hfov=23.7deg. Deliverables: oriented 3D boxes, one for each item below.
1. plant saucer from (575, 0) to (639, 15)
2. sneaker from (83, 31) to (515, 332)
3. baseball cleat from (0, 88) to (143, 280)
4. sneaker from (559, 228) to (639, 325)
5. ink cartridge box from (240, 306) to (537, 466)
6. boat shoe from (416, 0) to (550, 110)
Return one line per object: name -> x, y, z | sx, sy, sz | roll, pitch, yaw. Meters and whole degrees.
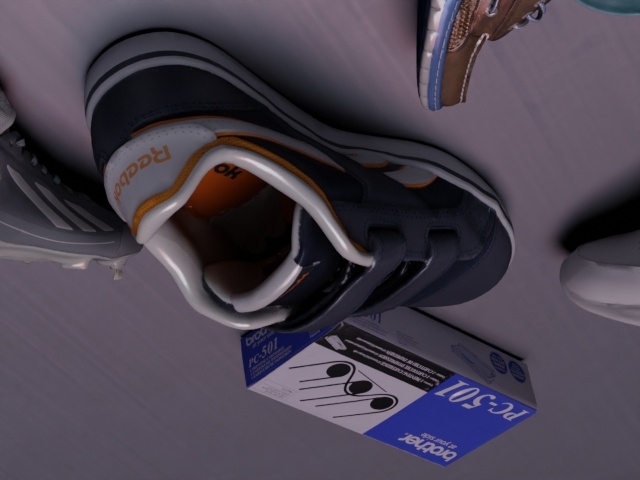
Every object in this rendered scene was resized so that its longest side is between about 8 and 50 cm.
plant saucer -> 0.179, -0.171, 0.817 | 0.119, 0.021, 0.119 | -6, 141, -5
sneaker -> 0.000, 0.000, 0.905 | 0.321, 0.127, 0.126 | 22, 130, -36
baseball cleat -> -0.169, -0.034, 0.864 | 0.072, 0.109, 0.206 | 5, -179, 30
sneaker -> 0.295, -0.029, 0.974 | 0.305, 0.114, 0.152 | -13, 102, 25
ink cartridge box -> 0.052, 0.097, 1.097 | 0.207, 0.046, 0.097 | 27, 130, -38
boat shoe -> 0.088, -0.137, 0.794 | 0.066, 0.066, 0.183 | 4, 139, -2
